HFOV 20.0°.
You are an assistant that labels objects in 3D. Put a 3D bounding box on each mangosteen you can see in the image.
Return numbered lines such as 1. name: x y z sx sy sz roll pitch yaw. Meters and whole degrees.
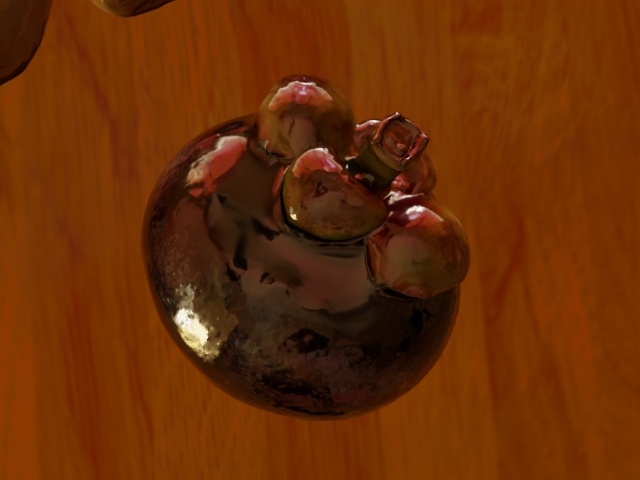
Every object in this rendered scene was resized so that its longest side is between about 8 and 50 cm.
1. mangosteen: 0.000 0.000 1.477 0.275 0.302 0.275 18 48 -21

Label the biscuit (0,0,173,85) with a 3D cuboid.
1. biscuit: -0.158 -0.238 0.997 0.062 0.290 0.237 21 41 35
